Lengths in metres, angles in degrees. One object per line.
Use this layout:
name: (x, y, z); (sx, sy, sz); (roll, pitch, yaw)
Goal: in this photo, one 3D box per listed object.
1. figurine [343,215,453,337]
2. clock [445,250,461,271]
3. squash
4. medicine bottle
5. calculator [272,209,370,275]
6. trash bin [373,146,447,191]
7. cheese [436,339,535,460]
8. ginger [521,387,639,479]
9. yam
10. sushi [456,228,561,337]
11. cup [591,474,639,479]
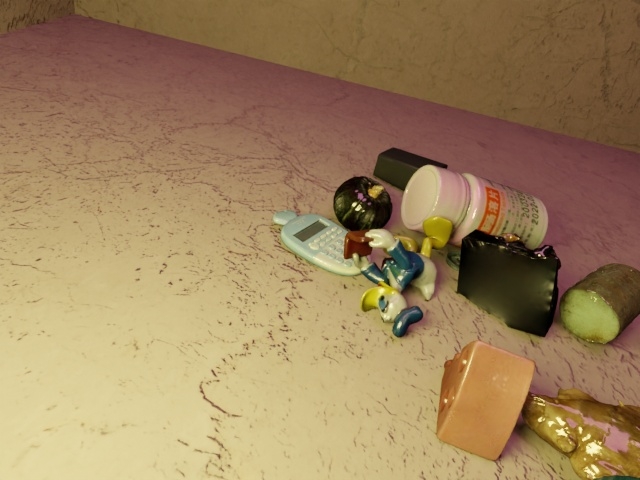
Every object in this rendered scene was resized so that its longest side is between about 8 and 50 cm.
figurine: (0.187, 0.071, 1.069); (0.284, 0.205, 0.338); (32, 42, -23)
clock: (0.414, 0.064, 1.319); (0.085, 0.017, 0.085); (11, 34, -7)
squash: (0.127, -0.108, 1.335); (0.194, 0.155, 0.193); (5, 59, -8)
medicine bottle: (0.455, -0.081, 1.322); (0.389, 0.219, 0.219); (15, 32, -19)
calculator: (0.000, 0.000, 1.221); (0.303, 0.042, 0.188); (31, 37, 21)
trash bin: (0.337, -0.260, 1.685); (0.226, 0.114, 0.165); (27, 36, 23)
cheese: (0.315, 0.268, 0.834); (0.128, 0.176, 0.203); (22, 34, 9)
ginger: (0.493, 0.364, 0.824); (0.271, 0.123, 0.218); (10, 29, 9)
yam: (0.761, 0.165, 1.188); (0.268, 0.161, 0.161); (-15, 44, -40)
sushi: (0.511, 0.093, 1.178); (0.227, 0.215, 0.213); (14, 22, 36)
cup: (0.358, 0.474, 0.544); (0.292, 0.308, 0.242); (-20, 79, -42)
